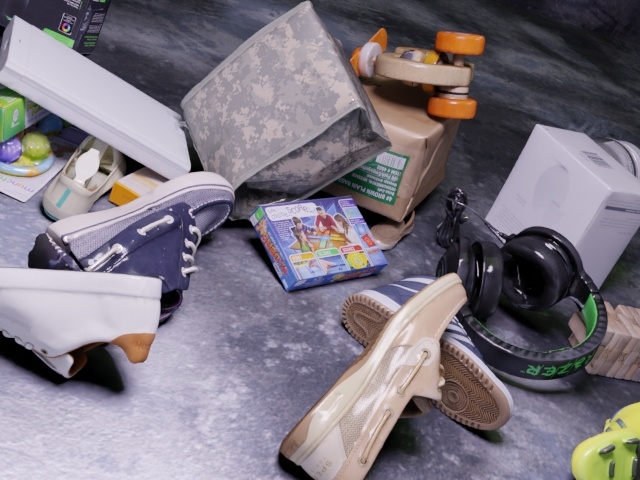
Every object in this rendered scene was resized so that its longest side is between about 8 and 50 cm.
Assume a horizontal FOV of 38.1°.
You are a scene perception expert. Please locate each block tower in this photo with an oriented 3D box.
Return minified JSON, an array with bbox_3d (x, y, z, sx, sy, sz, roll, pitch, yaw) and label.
[{"bbox_3d":[0.572,0.181,1.539,0.335,0.091,0.097,13,31,-19],"label":"block tower"}]

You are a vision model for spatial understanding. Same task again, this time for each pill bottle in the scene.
[{"bbox_3d":[0.585,-0.141,2.008,0.283,0.161,0.161,-12,44,-47],"label":"pill bottle"}]

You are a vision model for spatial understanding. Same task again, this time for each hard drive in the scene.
[{"bbox_3d":[-0.345,-0.217,1.427,0.307,0.040,0.203,30,21,-29],"label":"hard drive"}]

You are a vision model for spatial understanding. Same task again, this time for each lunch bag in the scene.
[{"bbox_3d":[-0.069,-0.187,1.461,0.169,0.287,0.235,41,22,-59],"label":"lunch bag"}]

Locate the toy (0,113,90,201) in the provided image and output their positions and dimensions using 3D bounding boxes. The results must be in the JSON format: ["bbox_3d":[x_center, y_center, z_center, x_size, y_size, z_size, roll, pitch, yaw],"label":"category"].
[{"bbox_3d":[-0.450,-0.154,1.403,0.137,0.056,0.237,22,29,1],"label":"toy"}]

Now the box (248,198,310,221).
[{"bbox_3d":[-0.096,-0.072,1.530,0.178,0.042,0.109,35,32,18],"label":"box"}]

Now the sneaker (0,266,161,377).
[{"bbox_3d":[-0.329,0.092,1.044,0.290,0.123,0.106,4,-3,6],"label":"sneaker"}]

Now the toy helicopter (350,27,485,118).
[{"bbox_3d":[0.160,-0.319,1.688,0.235,0.140,0.355,5,16,1],"label":"toy helicopter"}]

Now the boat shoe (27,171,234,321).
[{"bbox_3d":[-0.207,0.021,1.239,0.158,0.127,0.340,43,42,20],"label":"boat shoe"}]

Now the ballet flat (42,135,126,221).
[{"bbox_3d":[-0.339,-0.111,1.384,0.086,0.086,0.248,20,29,-6],"label":"ballet flat"}]

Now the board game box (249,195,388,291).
[{"bbox_3d":[0.000,0.000,1.442,0.201,0.035,0.136,-8,63,-43],"label":"board game box"}]

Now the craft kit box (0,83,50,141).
[{"bbox_3d":[-0.538,-0.220,1.370,0.247,0.061,0.250,8,21,3],"label":"craft kit box"}]

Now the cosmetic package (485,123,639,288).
[{"bbox_3d":[0.455,-0.056,1.710,0.138,0.224,0.224,6,34,-33],"label":"cosmetic package"}]

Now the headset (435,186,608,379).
[{"bbox_3d":[0.287,0.069,1.489,0.243,0.185,0.394,-7,48,-19],"label":"headset"}]

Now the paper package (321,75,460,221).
[{"bbox_3d":[0.067,-0.202,1.696,0.325,0.168,0.309,23,28,15],"label":"paper package"}]

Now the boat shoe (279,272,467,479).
[{"bbox_3d":[0.092,0.173,1.141,0.110,0.121,0.341,41,57,8],"label":"boat shoe"}]

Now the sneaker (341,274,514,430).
[{"bbox_3d":[0.180,0.145,1.313,0.282,0.099,0.153,36,33,27],"label":"sneaker"}]

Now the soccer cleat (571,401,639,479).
[{"bbox_3d":[0.432,0.286,1.298,0.289,0.093,0.121,-8,11,-37],"label":"soccer cleat"}]

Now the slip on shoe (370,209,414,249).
[{"bbox_3d":[0.127,-0.023,1.610,0.051,0.041,0.135,35,31,21],"label":"slip on shoe"}]

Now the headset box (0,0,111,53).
[{"bbox_3d":[-0.516,-0.506,1.725,0.246,0.283,0.131,24,14,0],"label":"headset box"}]

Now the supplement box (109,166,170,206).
[{"bbox_3d":[-0.269,-0.075,1.420,0.062,0.036,0.098,31,30,12],"label":"supplement box"}]
